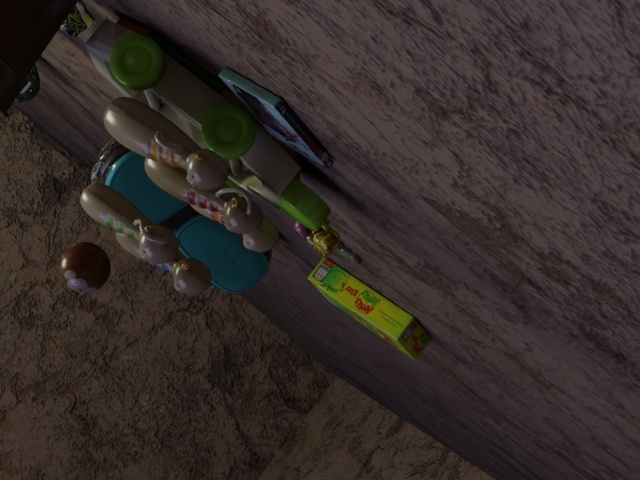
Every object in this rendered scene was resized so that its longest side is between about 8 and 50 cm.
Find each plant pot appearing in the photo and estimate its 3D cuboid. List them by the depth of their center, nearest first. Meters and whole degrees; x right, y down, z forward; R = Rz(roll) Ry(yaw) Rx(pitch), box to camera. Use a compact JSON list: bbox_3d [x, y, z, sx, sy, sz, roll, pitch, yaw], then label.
[{"bbox_3d":[-0.351,-0.245,1.574,0.167,0.165,0.167,37,173,6],"label":"plant pot"}]

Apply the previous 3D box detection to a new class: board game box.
[{"bbox_3d":[0.072,0.101,2.181,0.181,0.043,0.092,34,172,31],"label":"board game box"}]

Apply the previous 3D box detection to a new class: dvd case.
[{"bbox_3d":[-0.043,-0.119,1.450,0.087,0.013,0.119,33,172,38],"label":"dvd case"}]

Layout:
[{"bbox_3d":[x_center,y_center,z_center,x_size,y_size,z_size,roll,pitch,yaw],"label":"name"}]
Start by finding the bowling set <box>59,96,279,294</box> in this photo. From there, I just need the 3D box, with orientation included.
[{"bbox_3d":[-0.161,0.000,1.559,0.154,0.200,0.287,33,176,27],"label":"bowling set"}]

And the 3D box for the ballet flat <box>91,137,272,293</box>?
[{"bbox_3d":[-0.229,-0.074,2.220,0.182,0.164,0.483,58,-174,32],"label":"ballet flat"}]

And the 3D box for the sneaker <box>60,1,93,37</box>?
[{"bbox_3d":[-0.291,-0.260,1.705,0.031,0.035,0.083,34,172,26],"label":"sneaker"}]

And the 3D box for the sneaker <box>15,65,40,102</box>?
[{"bbox_3d":[-0.574,-0.336,2.498,0.271,0.100,0.108,40,-172,8],"label":"sneaker"}]

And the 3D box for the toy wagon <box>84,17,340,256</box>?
[{"bbox_3d":[-0.108,-0.111,1.624,0.344,0.068,0.267,37,173,4],"label":"toy wagon"}]

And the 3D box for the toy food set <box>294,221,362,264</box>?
[{"bbox_3d":[0.000,0.000,1.989,0.078,0.019,0.122,42,172,-29],"label":"toy food set"}]
